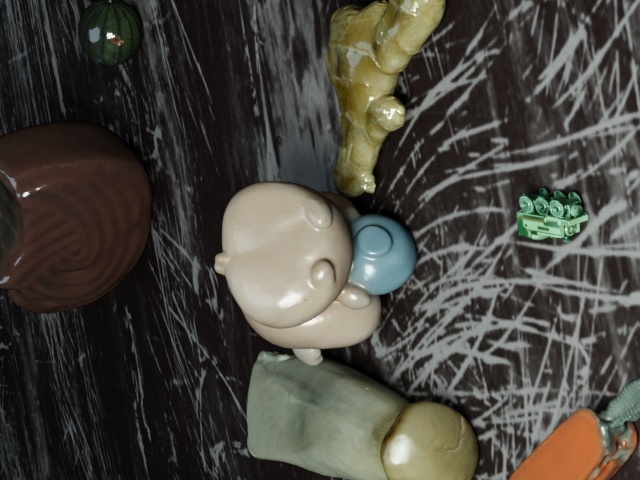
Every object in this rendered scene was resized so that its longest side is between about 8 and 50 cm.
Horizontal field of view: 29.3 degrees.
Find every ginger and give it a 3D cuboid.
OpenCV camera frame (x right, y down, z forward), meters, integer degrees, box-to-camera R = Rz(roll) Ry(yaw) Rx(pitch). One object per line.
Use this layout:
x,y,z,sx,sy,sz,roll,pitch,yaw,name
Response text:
0.059,-0.181,1.455,0.148,0.081,0.334,29,128,25,ginger

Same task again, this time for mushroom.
0.031,0.229,1.562,0.407,0.137,0.154,1,84,54,mushroom

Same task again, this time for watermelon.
-0.339,-0.349,1.982,0.105,0.105,0.133,43,135,42,watermelon

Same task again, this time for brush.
0.270,0.231,1.278,0.070,0.051,0.323,67,149,29,brush

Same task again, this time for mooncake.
-0.431,-0.040,2.035,0.326,0.334,0.174,-43,56,7,mooncake

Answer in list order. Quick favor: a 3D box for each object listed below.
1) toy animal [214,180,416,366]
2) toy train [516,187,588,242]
-0.029,0.035,1.477,0.229,0.221,0.210,-20,71,42,toy animal
0.238,-0.024,1.262,0.083,0.033,0.053,14,116,54,toy train
